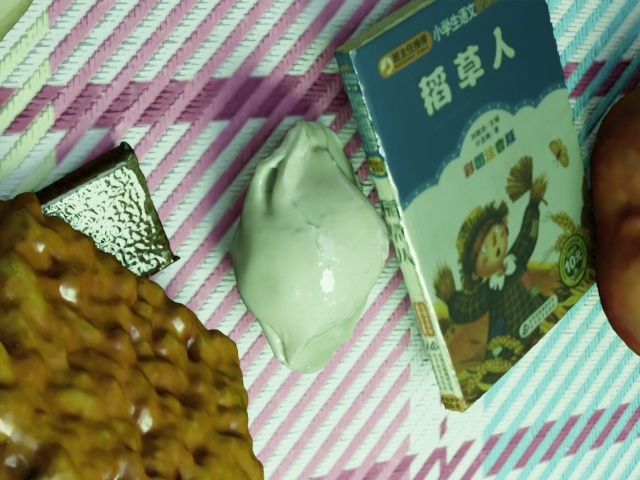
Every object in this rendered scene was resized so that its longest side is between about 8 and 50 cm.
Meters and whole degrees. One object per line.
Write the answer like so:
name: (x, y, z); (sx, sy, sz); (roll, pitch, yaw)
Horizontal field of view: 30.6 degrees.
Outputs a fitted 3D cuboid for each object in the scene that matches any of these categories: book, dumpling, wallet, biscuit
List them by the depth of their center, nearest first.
biscuit: (-0.177, 0.141, 0.962); (0.110, 0.318, 0.312); (-30, 129, 25)
wallet: (-0.255, 0.023, 1.070); (0.243, 0.039, 0.133); (-34, 120, -22)
dumpling: (0.000, 0.000, 1.164); (0.193, 0.147, 0.258); (-39, 128, -49)
book: (0.179, -0.069, 1.259); (0.300, 0.039, 0.428); (-37, 121, -33)

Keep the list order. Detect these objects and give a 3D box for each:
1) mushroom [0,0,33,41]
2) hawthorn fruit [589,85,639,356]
mushroom: (-0.329, -0.220, 0.895); (0.255, 0.184, 0.255); (-49, 163, -21)
hawthorn fruit: (0.544, -0.017, 1.313); (0.471, 0.471, 0.472); (-6, 102, -30)
